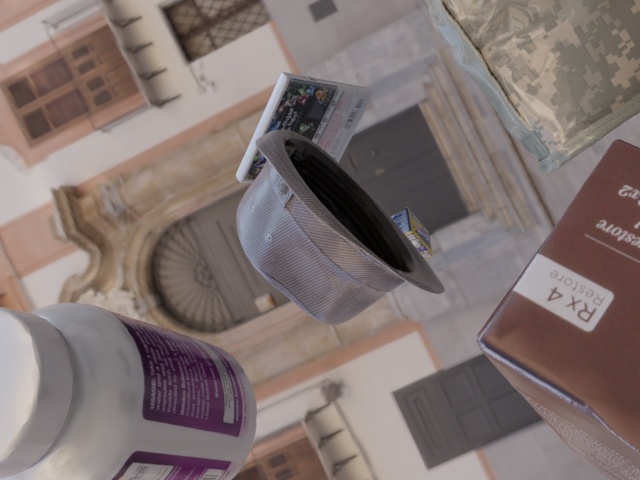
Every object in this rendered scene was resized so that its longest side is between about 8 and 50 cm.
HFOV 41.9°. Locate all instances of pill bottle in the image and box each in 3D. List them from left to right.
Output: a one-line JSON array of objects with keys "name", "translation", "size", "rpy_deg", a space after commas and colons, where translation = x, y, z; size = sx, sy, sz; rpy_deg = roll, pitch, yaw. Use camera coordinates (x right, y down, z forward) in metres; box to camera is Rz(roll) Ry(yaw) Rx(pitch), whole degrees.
[{"name": "pill bottle", "translation": [-0.195, 0.149, 0.745], "size": [0.301, 0.169, 0.169], "rpy_deg": [35, -152, -61]}]

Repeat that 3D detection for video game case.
[{"name": "video game case", "translation": [-0.024, -0.166, 1.308], "size": [0.173, 0.190, 0.022], "rpy_deg": [1, -141, -39]}]

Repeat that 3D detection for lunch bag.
[{"name": "lunch bag", "translation": [0.215, -0.214, 0.653], "size": [0.235, 0.287, 0.169], "rpy_deg": [57, 172, 2]}]

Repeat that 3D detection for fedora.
[{"name": "fedora", "translation": [0.000, 0.000, 0.953], "size": [0.275, 0.124, 0.244], "rpy_deg": [52, -163, 27]}]

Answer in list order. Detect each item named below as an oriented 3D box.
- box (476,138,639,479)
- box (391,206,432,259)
[{"name": "box", "translation": [0.250, 0.107, 0.527], "size": [0.191, 0.143, 0.381], "rpy_deg": [32, 176, 31]}, {"name": "box", "translation": [0.069, 0.025, 1.174], "size": [0.059, 0.169, 0.054], "rpy_deg": [46, -153, -32]}]
